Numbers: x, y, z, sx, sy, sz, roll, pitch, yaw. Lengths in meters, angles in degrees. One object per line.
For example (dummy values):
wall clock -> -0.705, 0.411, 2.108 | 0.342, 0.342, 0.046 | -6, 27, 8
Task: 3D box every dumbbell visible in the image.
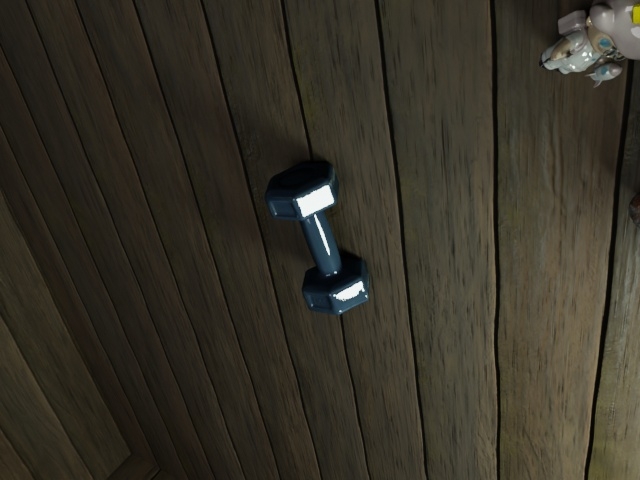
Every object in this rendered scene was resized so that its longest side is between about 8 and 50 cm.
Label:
dumbbell -> 0.000, 0.000, 1.434 | 0.143, 0.156, 0.316 | -13, 118, 13

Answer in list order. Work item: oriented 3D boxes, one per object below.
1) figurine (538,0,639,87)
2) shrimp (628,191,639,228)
figurine -> 0.383, -0.273, 0.880 | 0.137, 0.112, 0.229 | 11, 165, -25
shrimp -> 0.544, -0.015, 0.996 | 0.190, 0.075, 0.073 | 31, 108, 27
